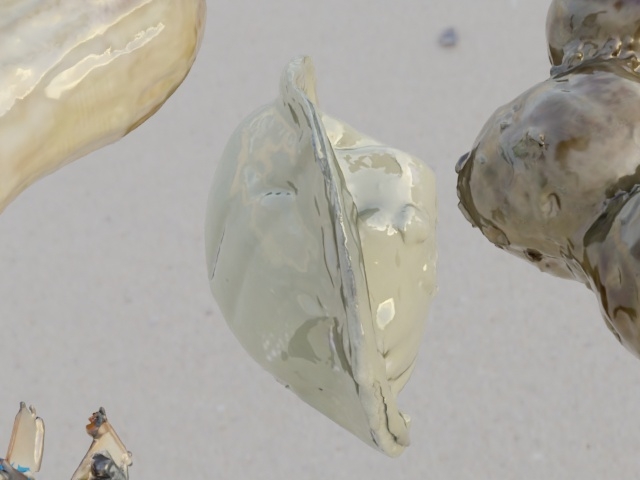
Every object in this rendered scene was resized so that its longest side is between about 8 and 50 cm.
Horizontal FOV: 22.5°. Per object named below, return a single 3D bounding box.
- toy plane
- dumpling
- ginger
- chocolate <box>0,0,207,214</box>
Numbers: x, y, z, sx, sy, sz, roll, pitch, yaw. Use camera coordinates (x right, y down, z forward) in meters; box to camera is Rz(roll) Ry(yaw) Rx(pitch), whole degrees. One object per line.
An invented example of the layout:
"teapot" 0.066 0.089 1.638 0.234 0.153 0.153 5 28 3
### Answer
"toy plane" -0.098 0.157 0.679 0.062 0.188 0.135 -9 36 37
"dumpling" 0.000 0.000 1.474 0.233 0.315 0.395 -12 60 2
"ginger" 0.241 -0.029 1.143 0.256 0.176 0.375 -43 49 18
"chocolate" -0.178 -0.065 0.760 0.134 0.134 0.309 25 53 38
